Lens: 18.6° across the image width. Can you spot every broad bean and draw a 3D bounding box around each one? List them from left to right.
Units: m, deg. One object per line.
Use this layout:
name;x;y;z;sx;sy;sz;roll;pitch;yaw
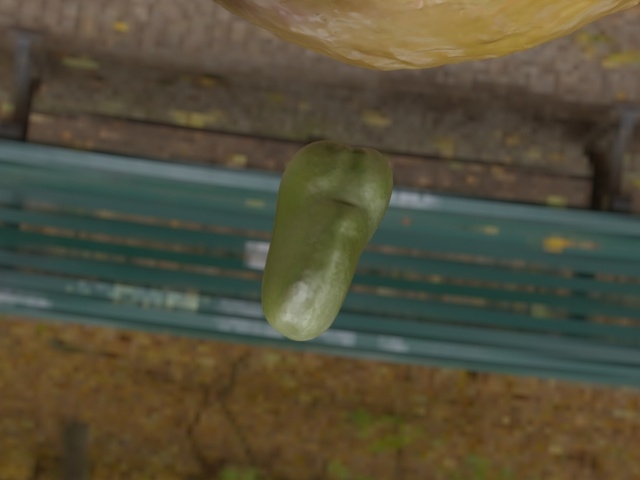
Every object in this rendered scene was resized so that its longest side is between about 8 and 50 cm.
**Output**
broad bean;0.000;0.000;0.795;0.045;0.083;0.063;18;179;-13

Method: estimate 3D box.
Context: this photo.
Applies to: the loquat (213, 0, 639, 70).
loquat;0.034;-0.159;0.573;0.238;0.238;0.193;0;175;29
